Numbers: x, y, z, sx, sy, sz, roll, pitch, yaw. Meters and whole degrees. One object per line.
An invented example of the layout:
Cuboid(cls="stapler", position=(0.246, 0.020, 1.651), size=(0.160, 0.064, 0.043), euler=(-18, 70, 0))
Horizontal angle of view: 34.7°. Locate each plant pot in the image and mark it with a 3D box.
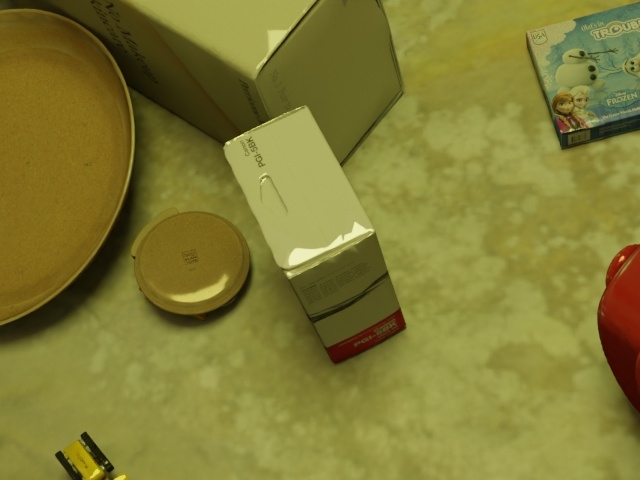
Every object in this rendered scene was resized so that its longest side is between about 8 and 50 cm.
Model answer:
Cuboid(cls="plant pot", position=(-0.229, -0.050, 0.729), size=(0.236, 0.032, 0.236), euler=(-6, 73, 20))

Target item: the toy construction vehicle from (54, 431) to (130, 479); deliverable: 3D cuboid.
Cuboid(cls="toy construction vehicle", position=(-0.145, 0.180, 0.621), size=(0.086, 0.035, 0.098), euler=(-39, 64, -20))

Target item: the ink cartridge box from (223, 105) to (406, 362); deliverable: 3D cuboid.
Cuboid(cls="ink cartridge box", position=(0.000, 0.000, 0.614), size=(0.056, 0.135, 0.099), euler=(-26, 61, -1))

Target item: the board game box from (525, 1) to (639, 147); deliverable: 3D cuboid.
Cuboid(cls="board game box", position=(0.194, -0.114, 0.692), size=(0.090, 0.020, 0.090), euler=(-14, 60, 6))

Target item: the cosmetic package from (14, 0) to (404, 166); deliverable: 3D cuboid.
Cuboid(cls="cosmetic package", position=(-0.104, -0.175, 0.715), size=(0.309, 0.160, 0.113), euler=(34, 76, 26))

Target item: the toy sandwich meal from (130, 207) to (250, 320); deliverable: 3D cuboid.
Cuboid(cls="toy sandwich meal", position=(-0.088, 0.017, 0.690), size=(0.085, 0.029, 0.085), euler=(0, 62, 1))

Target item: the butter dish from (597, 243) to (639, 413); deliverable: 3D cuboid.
Cuboid(cls="butter dish", position=(0.207, 0.038, 0.557), size=(0.160, 0.160, 0.118), euler=(-43, 39, -11))
